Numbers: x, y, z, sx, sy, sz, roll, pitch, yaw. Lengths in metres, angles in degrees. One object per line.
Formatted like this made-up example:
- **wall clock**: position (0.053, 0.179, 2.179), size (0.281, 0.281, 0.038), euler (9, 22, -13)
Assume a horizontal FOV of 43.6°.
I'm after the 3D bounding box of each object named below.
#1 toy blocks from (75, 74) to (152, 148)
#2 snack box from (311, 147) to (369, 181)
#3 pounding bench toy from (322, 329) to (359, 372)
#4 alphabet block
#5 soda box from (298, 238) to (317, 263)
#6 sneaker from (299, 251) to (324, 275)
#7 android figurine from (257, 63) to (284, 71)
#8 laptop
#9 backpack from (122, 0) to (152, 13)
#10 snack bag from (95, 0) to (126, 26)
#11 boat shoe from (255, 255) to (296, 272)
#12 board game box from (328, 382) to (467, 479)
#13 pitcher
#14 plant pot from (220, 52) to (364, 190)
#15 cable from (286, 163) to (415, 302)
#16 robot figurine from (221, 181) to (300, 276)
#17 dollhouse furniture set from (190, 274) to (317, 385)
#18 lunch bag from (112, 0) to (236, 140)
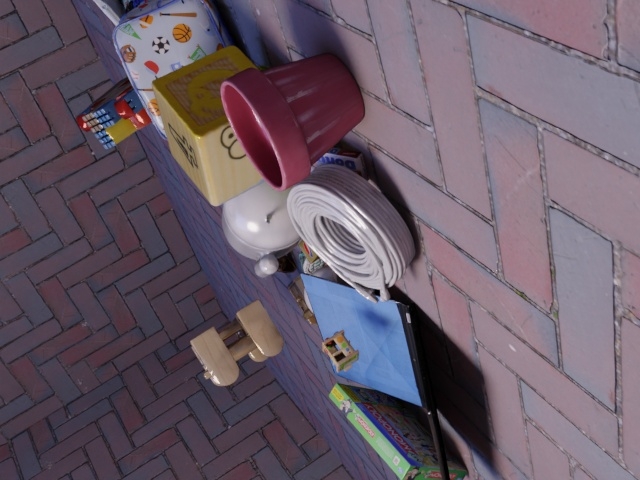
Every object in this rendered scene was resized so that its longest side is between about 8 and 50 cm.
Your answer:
- **toy blocks**: position (-0.490, -0.347, 2.063), size (0.381, 0.261, 0.190), euler (-11, 122, 43)
- **snack box**: position (0.004, -0.144, 1.470), size (0.178, 0.022, 0.064), euler (14, 139, 33)
- **pounding bench toy**: position (0.039, 0.230, 1.643), size (0.065, 0.052, 0.083), euler (53, 165, 23)
- **alphabet block**: position (-0.187, -0.222, 1.548), size (0.193, 0.192, 0.197), euler (47, 156, 31)
- **soda box**: position (0.000, 0.000, 1.833), size (0.058, 0.061, 0.181), euler (57, 165, 5)
- **sneaker**: position (-0.030, 0.050, 2.037), size (0.076, 0.065, 0.166), euler (57, 164, 22)
- **android figurine**: position (-0.056, -0.227, 1.585), size (0.248, 0.056, 0.273), euler (55, 163, 12)
- **laptop**: position (0.119, 0.315, 1.689), size (0.408, 0.236, 0.382), euler (-95, -10, -46)
- **backpack**: position (-0.362, -0.543, 1.786), size (0.173, 0.158, 0.117), euler (69, 158, 6)
- **snack bag**: position (-0.469, -0.580, 1.889), size (0.323, 0.037, 0.342), euler (51, -160, -54)
- **boat shoe**: position (-0.124, 0.056, 2.286), size (0.060, 0.064, 0.178), euler (27, 180, 27)
- **board game box**: position (0.185, 0.467, 1.945), size (0.213, 0.046, 0.317), euler (19, -165, -40)
- **pitcher**: position (0.057, 0.130, 1.812), size (0.177, 0.125, 0.207), euler (52, 153, -1)
- **plant pot**: position (-0.038, -0.209, 1.306), size (0.201, 0.180, 0.201), euler (53, 165, 21)
- **cable**: position (0.056, -0.023, 1.452), size (0.257, 0.089, 0.257), euler (38, 156, 15)
- **robot figurine**: position (-0.122, -0.067, 1.816), size (0.353, 0.200, 0.300), euler (132, 135, -78)
- **dollhouse furniture set**: position (-0.123, 0.289, 2.150), size (0.256, 0.394, 0.362), euler (57, 166, 5)
- **lunch bag**: position (-0.280, -0.369, 1.704), size (0.115, 0.243, 0.303), euler (-101, -12, -63)
